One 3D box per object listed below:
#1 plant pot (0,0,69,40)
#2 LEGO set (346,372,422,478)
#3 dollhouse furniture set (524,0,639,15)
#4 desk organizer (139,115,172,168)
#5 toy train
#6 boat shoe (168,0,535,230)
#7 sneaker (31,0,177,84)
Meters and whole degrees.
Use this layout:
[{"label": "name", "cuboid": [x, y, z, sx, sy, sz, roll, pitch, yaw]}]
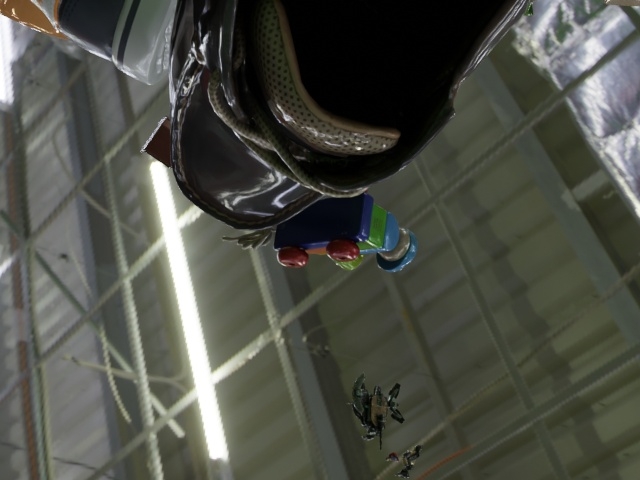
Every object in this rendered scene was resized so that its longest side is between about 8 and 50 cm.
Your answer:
[{"label": "plant pot", "cuboid": [-0.258, -0.315, 0.752, 0.203, 0.291, 0.291, -58, -137, 11]}, {"label": "LEGO set", "cuboid": [0.041, 0.128, 0.596, 0.023, 0.054, 0.083, -13, -83, 39]}, {"label": "dollhouse furniture set", "cuboid": [0.308, -0.425, 0.978, 0.151, 0.197, 0.301, 109, -19, -68]}, {"label": "desk organizer", "cuboid": [-0.200, -0.125, 1.105, 0.050, 0.047, 0.130, -56, -165, -4]}, {"label": "toy train", "cuboid": [0.000, 0.000, 1.166, 0.248, 0.143, 0.105, -9, -115, 42]}, {"label": "boat shoe", "cuboid": [-0.002, -0.092, 0.353, 0.355, 0.132, 0.130, -52, -166, 54]}, {"label": "sneaker", "cuboid": [-0.091, -0.265, 0.513, 0.321, 0.127, 0.126, -61, 180, 13]}]
